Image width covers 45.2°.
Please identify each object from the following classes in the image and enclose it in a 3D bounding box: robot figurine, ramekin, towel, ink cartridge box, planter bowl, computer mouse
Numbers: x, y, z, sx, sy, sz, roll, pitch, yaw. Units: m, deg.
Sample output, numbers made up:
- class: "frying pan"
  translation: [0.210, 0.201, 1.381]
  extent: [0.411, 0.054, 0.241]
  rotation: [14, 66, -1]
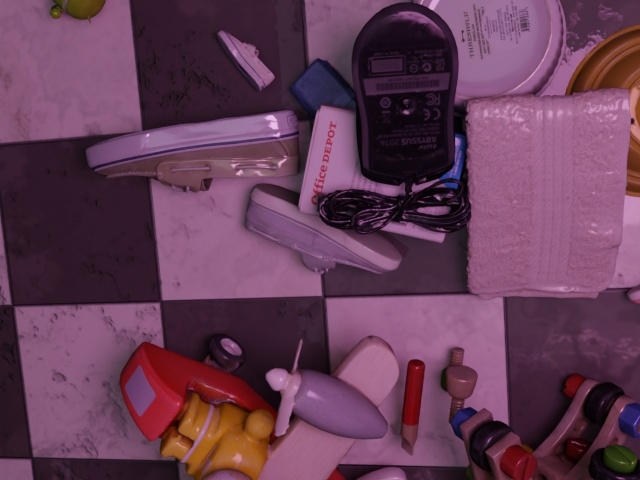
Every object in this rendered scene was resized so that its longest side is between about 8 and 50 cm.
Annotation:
- class: "robot figurine"
  translation: [-0.349, -0.356, 1.071]
  extent: [0.115, 0.067, 0.101]
  rotation: [41, 96, 4]
- class: "ramekin"
  translation: [0.198, -0.253, 0.944]
  extent: [0.207, 0.109, 0.207]
  rotation: [2, 98, 12]
- class: "towel"
  translation: [0.270, -0.046, 0.938]
  extent: [0.187, 0.049, 0.282]
  rotation: [-2, 122, 11]
- class: "ink cartridge box"
  translation: [0.079, -0.090, 0.987]
  extent: [0.190, 0.082, 0.140]
  rotation: [13, 106, 2]
- class: "planter bowl"
  translation: [0.407, -0.156, 0.921]
  extent: [0.217, 0.090, 0.217]
  rotation: [2, 98, 12]
- class: "computer mouse"
  translation: [0.090, -0.143, 0.901]
  extent: [0.188, 0.072, 0.272]
  rotation: [1, 116, 1]
- class: "towel"
  translation: [0.018, -0.182, 1.034]
  extent: [0.067, 0.029, 0.119]
  rotation: [-42, 89, 13]

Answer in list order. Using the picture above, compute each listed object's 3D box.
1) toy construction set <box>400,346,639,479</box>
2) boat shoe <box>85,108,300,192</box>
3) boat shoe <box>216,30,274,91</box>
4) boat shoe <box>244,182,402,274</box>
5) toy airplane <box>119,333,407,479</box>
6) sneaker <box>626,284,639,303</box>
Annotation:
- class: "toy construction set"
  translation: [0.243, 0.297, 0.975]
  extent: [0.308, 0.257, 0.237]
  rotation: [18, 115, 30]
- class: "boat shoe"
  translation: [-0.174, -0.112, 1.049]
  extent: [0.302, 0.109, 0.094]
  rotation: [-8, 98, 11]
- class: "boat shoe"
  translation: [-0.101, -0.252, 1.052]
  extent: [0.035, 0.035, 0.100]
  rotation: [-39, 84, -13]
- class: "boat shoe"
  translation: [-0.001, 0.000, 1.047]
  extent: [0.227, 0.079, 0.081]
  rotation: [26, 112, 13]
- class: "toy airplane"
  translation: [-0.074, 0.317, 1.000]
  extent: [0.384, 0.272, 0.387]
  rotation: [-4, 100, 14]
- class: "sneaker"
  translation: [0.460, 0.074, 0.961]
  extent: [0.134, 0.051, 0.070]
  rotation: [-18, 89, 10]
